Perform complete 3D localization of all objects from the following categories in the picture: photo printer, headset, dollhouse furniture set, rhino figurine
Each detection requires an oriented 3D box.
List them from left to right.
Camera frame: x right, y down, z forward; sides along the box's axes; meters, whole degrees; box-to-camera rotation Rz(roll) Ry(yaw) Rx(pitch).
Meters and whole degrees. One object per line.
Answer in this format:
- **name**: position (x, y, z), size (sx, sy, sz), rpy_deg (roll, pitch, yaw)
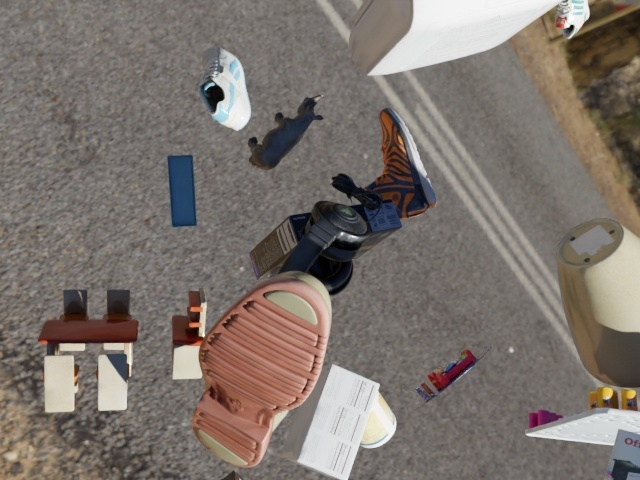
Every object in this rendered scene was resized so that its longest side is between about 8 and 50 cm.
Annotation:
- **dollhouse furniture set**: position (-0.320, 0.149, 1.215), size (0.262, 0.259, 0.135), rpy_deg (-123, -143, -68)
- **rhino figurine**: position (-0.080, -0.265, 1.807), size (0.073, 0.243, 0.106), rpy_deg (44, 4, -35)
- **headset**: position (0.000, 0.000, 1.587), size (0.185, 0.243, 0.394), rpy_deg (36, 52, 14)
- **photo printer**: position (0.189, -0.327, 1.019), size (0.307, 0.256, 0.107), rpy_deg (173, -98, -81)

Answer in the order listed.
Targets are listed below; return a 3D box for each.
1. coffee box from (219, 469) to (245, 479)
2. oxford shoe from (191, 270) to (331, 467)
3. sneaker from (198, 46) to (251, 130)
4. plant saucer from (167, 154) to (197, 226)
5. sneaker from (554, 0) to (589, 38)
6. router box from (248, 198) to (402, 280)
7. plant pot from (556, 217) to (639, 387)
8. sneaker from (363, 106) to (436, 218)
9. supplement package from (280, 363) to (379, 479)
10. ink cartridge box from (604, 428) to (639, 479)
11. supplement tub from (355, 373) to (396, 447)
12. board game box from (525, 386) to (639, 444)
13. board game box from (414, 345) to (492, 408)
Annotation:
- **coffee box**: position (-0.162, 0.739, 1.846), size (0.297, 0.119, 0.168), rpy_deg (49, 10, -18)
- **oxford shoe**: position (-0.069, 0.143, 0.952), size (0.140, 0.397, 0.146), rpy_deg (32, 48, 2)
- **sneaker**: position (-0.226, -0.356, 1.671), size (0.092, 0.087, 0.229), rpy_deg (17, 43, -48)
- **plant saucer**: position (-0.366, -0.131, 1.974), size (0.018, 0.067, 0.192), rpy_deg (-132, -140, -73)
- **sneaker**: position (0.538, -0.504, 1.616), size (0.075, 0.057, 0.161), rpy_deg (-58, 145, -7)
- **router box**: position (0.010, -0.001, 1.845), size (0.308, 0.243, 0.081), rpy_deg (-10, 73, -34)
- **plant pot**: position (0.568, 0.096, 1.430), size (0.274, 0.256, 0.256), rpy_deg (51, 36, -27)
- **sneaker**: position (0.191, -0.210, 2.118), size (0.124, 0.180, 0.321), rpy_deg (57, 11, -81)
- **supplement package**: position (0.021, 0.483, 1.989), size (0.145, 0.204, 0.262), rpy_deg (25, 71, -9)
- **ink cartridge box**: position (0.481, 0.381, 1.089), size (0.072, 0.127, 0.175), rpy_deg (49, 58, -48)
- **supplement tub**: position (0.127, 0.509, 2.232), size (0.200, 0.144, 0.144), rpy_deg (59, 32, -31)
- **board game box**: position (0.631, 0.343, 1.390), size (0.390, 0.389, 0.050), rpy_deg (100, -4, -70)
- **board game box**: position (0.221, 0.220, 1.272), size (0.033, 0.133, 0.168), rpy_deg (50, 32, 11)
